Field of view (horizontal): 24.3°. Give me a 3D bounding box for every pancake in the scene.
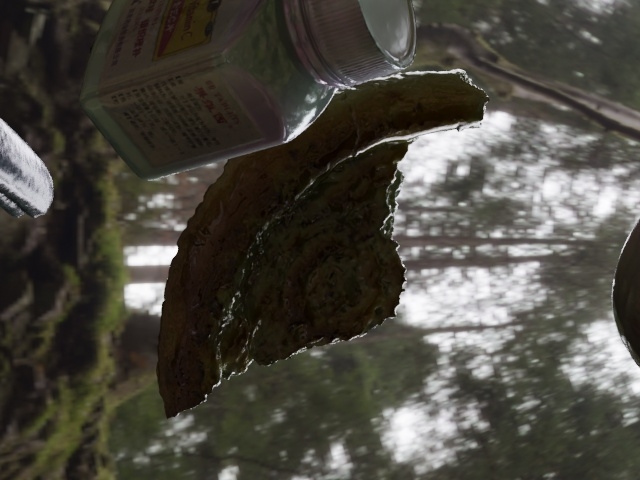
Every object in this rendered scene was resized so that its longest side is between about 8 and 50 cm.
[{"bbox_3d":[0.001,0.000,1.205,0.197,0.054,0.376,41,-96,-22],"label":"pancake"}]

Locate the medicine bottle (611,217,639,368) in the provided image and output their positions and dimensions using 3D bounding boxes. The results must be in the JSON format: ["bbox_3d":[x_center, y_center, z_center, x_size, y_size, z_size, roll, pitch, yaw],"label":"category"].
[{"bbox_3d":[0.387,0.093,1.064,0.256,0.256,0.325,-48,-138,18],"label":"medicine bottle"}]

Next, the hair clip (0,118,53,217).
[{"bbox_3d":[-0.167,-0.050,0.502,0.083,0.275,0.048,-14,-112,25],"label":"hair clip"}]

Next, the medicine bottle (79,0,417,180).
[{"bbox_3d":[-0.026,-0.075,0.567,0.118,0.055,0.074,-12,-137,27],"label":"medicine bottle"}]
